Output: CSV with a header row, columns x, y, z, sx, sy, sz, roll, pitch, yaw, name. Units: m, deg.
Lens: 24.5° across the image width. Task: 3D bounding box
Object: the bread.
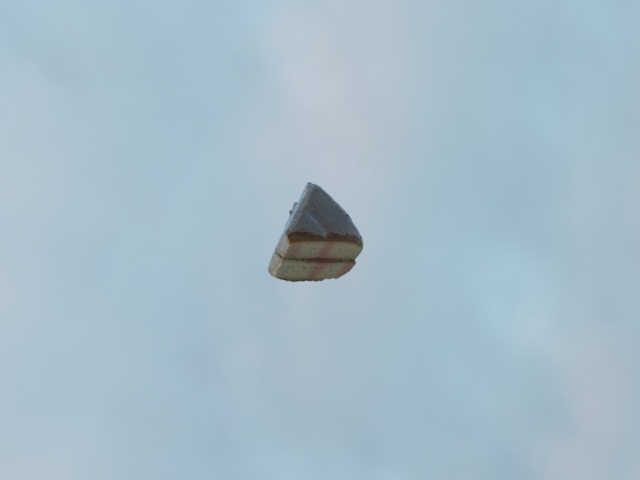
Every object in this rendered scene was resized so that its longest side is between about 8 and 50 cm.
x,y,z,sx,sy,sz,roll,pitch,yaw,name
0.000,0.000,1.083,0.043,0.062,0.109,-58,8,27,bread
